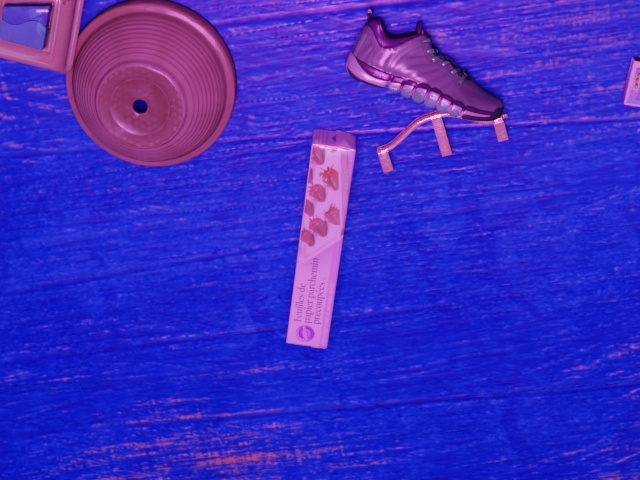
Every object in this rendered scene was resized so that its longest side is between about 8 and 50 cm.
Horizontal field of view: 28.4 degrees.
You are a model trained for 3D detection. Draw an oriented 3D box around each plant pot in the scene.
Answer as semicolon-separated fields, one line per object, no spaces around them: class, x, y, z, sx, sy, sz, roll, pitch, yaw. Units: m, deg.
plant pot;-0.236;-0.200;1.711;0.237;0.110;0.237;1;115;3

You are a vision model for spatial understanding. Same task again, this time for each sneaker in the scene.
sneaker;0.150;-0.232;1.690;0.224;0.083;0.098;18;111;-5

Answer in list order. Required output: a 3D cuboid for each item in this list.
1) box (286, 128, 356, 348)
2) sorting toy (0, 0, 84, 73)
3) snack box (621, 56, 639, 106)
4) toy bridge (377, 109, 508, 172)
box;0.000;0.000;1.819;0.063;0.067;0.324;8;115;0
sorting toy;-0.412;-0.387;1.653;0.229;0.041;0.307;15;111;1
snack box;0.504;-0.205;1.714;0.178;0.022;0.064;8;117;-1
toy bridge;0.168;-0.149;1.758;0.188;0.026;0.063;-15;113;10
